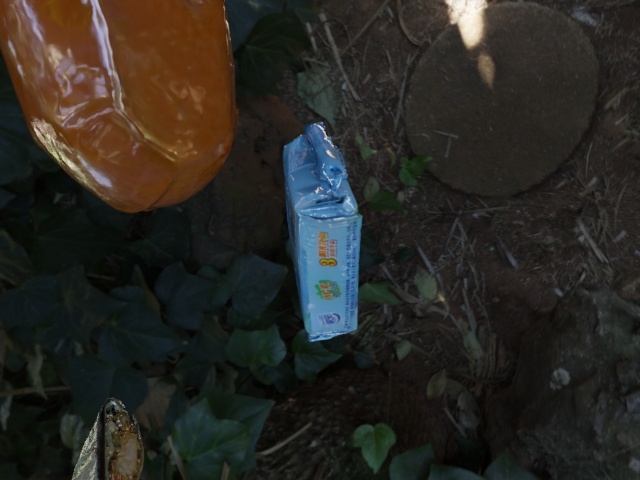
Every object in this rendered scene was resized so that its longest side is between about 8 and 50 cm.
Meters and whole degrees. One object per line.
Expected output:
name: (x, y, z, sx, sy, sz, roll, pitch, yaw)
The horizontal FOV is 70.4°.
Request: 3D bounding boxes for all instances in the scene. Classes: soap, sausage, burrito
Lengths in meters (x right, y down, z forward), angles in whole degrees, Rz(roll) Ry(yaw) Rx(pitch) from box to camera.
soap: (0.000, 0.000, 0.603, 0.156, 0.077, 0.294, -105, 9, -46)
sausage: (-0.143, -0.150, 0.323, 0.140, 0.153, 0.268, 10, 115, 40)
burrito: (-0.441, 0.507, 0.884, 0.174, 0.107, 0.348, 10, 71, 38)
